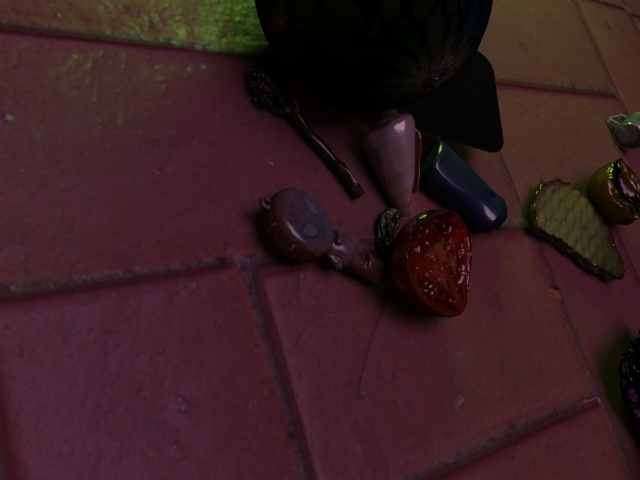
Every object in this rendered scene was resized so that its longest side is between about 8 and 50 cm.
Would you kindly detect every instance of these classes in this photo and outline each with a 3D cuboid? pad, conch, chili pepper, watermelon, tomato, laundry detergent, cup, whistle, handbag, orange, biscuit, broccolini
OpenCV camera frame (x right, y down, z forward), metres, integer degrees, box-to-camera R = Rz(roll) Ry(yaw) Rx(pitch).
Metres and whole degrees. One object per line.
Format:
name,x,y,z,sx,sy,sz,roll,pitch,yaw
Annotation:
pad,0.156,-0.311,1.198,0.375,0.063,0.315,13,62,-20
conch,0.128,-0.133,1.040,0.176,0.094,0.104,63,8,0
chili pepper,0.105,-0.016,1.005,0.034,0.030,0.091,47,45,-44
watermelon,0.073,-0.362,0.947,0.363,0.363,0.363,17,58,-30
tomato,0.153,0.030,0.973,0.174,0.082,0.166,20,71,-45
laundry detergent,0.259,-0.082,1.135,0.206,0.061,0.097,38,42,-17
cup,0.780,-0.288,1.642,0.104,0.074,0.116,33,41,17
whistle,0.000,0.000,0.900,0.220,0.057,0.107,30,39,-28
handbag,0.642,0.266,1.207,0.208,0.127,0.229,-23,91,-37
orange,0.639,-0.102,1.404,0.170,0.112,0.160,54,31,-34
biscuit,0.520,-0.035,1.328,0.273,0.036,0.187,30,53,-22
broccolini,-0.015,-0.167,0.973,0.071,0.057,0.254,-43,95,1
